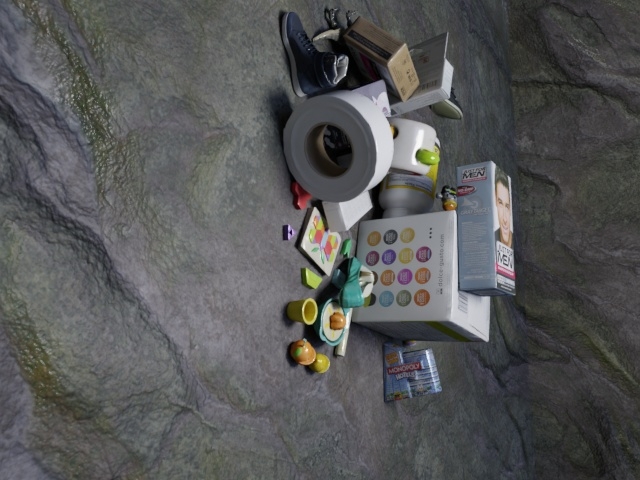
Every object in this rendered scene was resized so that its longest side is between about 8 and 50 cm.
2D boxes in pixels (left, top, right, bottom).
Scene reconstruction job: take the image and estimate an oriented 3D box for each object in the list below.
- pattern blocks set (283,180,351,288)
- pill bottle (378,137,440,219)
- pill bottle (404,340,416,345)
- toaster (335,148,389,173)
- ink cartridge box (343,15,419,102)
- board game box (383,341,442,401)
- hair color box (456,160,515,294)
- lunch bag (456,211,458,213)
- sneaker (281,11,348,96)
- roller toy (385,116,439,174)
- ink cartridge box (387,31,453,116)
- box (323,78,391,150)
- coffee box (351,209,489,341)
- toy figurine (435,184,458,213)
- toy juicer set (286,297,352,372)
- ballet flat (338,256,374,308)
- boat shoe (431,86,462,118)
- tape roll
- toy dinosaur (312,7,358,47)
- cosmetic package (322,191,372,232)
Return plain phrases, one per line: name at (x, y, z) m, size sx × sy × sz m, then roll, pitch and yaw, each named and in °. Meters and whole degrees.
pattern blocks set at (0.000, 0.000, 1.677) m, size 0.325 × 0.026 × 0.285 m, roll 30°, pitch 63°, yaw -52°
pill bottle at (0.300, -0.197, 1.995) m, size 0.188 × 0.188 × 0.333 m, roll 34°, pitch 61°, yaw -50°
pill bottle at (0.321, 0.338, 2.114) m, size 0.043 × 0.043 × 0.083 m, roll -29°, pitch 111°, yaw -53°
toaster at (0.168, -0.264, 1.806) m, size 0.168 × 0.186 × 0.110 m, roll -38°, pitch 112°, yaw -51°
ink cartridge box at (0.193, -0.558, 1.811) m, size 0.088 × 0.193 × 0.235 m, roll -50°, pitch 154°, yaw 0°
board game box at (0.289, 0.431, 1.969) m, size 0.060 × 0.194 × 0.194 m, roll 2°, pitch 72°, yaw -57°
hair color box at (0.498, -0.028, 1.750) m, size 0.185 × 0.114 × 0.374 m, roll 18°, pitch 69°, yaw -54°
lunch bag at (0.574, 0.055, 2.383) m, size 0.256 × 0.213 × 0.305 m, roll 55°, pitch 43°, yaw -62°
sneaker at (-0.012, -0.519, 1.579) m, size 0.086 × 0.164 × 0.226 m, roll -30°, pitch 111°, yaw -51°
roller toy at (0.216, -0.266, 1.613) m, size 0.191 × 0.210 × 0.146 m, roll -147°, pitch -113°, yaw -82°
ink cartridge box at (0.312, -0.547, 1.957) m, size 0.060 × 0.275 × 0.238 m, roll 35°, pitch 57°, yaw -39°
box at (0.101, -0.377, 1.751) m, size 0.247 × 0.142 × 0.163 m, roll -36°, pitch 116°, yaw -51°
coffee box at (0.332, 0.132, 1.881) m, size 0.338 × 0.335 × 0.337 m, roll 29°, pitch 61°, yaw -51°
toy figurine at (0.434, -0.079, 2.163) m, size 0.148 × 0.213 × 0.209 m, roll -75°, pitch 145°, yaw -51°
toy juicer set at (0.032, 0.266, 1.648) m, size 0.329 × 0.090 × 0.209 m, roll 7°, pitch 82°, yaw -56°
ballet flat at (0.114, 0.126, 1.721) m, size 0.247 × 0.087 × 0.083 m, roll -68°, pitch 157°, yaw -62°
boat shoe at (0.490, -0.595, 2.364) m, size 0.340 × 0.127 × 0.113 m, roll 20°, pitch 83°, yaw -44°
tape roll at (0.043, -0.247, 1.532) m, size 0.100 × 0.286 × 0.286 m, roll -35°, pitch 116°, yaw -51°
toy dinosaur at (0.065, -0.651, 1.795) m, size 0.268 × 0.064 × 0.118 m, roll -12°, pitch 104°, yaw -53°
cosmetic package at (0.083, -0.107, 1.747) m, size 0.239 × 0.061 × 0.098 m, roll -40°, pitch 116°, yaw -60°
